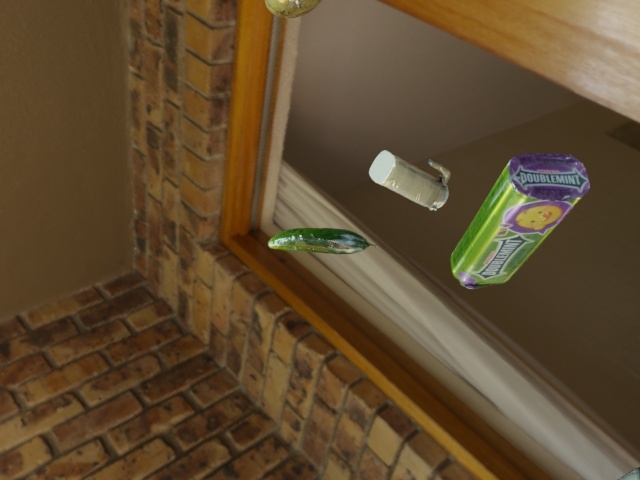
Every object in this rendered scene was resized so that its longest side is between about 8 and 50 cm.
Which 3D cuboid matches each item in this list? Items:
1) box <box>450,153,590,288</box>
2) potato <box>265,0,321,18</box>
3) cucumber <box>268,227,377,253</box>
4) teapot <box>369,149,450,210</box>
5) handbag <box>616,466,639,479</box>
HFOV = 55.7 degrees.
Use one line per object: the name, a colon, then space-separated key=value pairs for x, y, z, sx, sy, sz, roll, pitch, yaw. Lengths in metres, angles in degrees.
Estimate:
box: x=0.346 y=-0.021 z=1.105 sx=0.134 sy=0.097 sz=0.345 roll=-1 pitch=-27 yaw=-7
potato: x=-0.032 y=-0.339 z=0.813 sx=0.091 sy=0.070 sz=0.138 roll=-35 pitch=8 yaw=2
cucumber: x=0.000 y=0.000 z=0.893 sx=0.039 sy=0.167 sz=0.039 roll=2 pitch=-90 yaw=-74
teapot: x=0.220 y=-0.149 z=1.411 sx=0.200 sy=0.077 sz=0.107 roll=22 pitch=-74 yaw=-36
handbag: x=0.338 y=0.300 z=0.501 sx=0.109 sy=0.241 sz=0.315 roll=12 pitch=-48 yaw=-46
